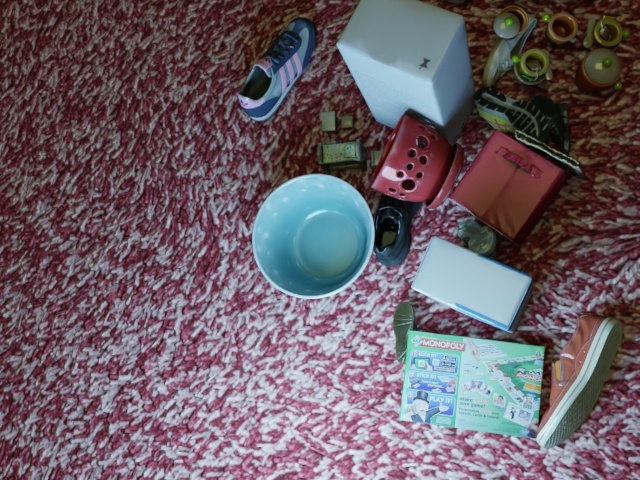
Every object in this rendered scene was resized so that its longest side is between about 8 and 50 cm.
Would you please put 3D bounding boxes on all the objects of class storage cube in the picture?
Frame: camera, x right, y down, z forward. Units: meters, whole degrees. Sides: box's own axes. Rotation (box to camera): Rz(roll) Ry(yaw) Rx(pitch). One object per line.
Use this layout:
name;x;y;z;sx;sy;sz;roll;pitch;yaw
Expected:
storage cube;0.443;-0.118;1.713;0.184;0.215;0.193;36;98;19

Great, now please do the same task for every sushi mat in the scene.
sushi mat;0.524;-0.192;1.646;0.151;0.316;0.019;32;102;19

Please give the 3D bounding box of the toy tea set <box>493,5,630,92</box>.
toy tea set;0.578;-0.469;1.743;0.336;0.124;0.200;8;84;1

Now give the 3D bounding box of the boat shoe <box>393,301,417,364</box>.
boat shoe;0.213;0.228;1.797;0.056;0.049;0.152;0;84;35

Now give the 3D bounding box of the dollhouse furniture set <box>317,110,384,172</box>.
dollhouse furniture set;0.090;-0.273;1.897;0.182;0.101;0.161;-5;79;15

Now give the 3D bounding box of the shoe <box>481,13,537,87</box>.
shoe;0.474;-0.479;1.837;0.058;0.076;0.219;27;86;24

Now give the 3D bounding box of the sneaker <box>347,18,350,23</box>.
sneaker;0.122;-0.528;1.959;0.076;0.065;0.166;-13;78;10

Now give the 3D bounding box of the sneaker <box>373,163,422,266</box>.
sneaker;0.191;-0.081;1.818;0.109;0.130;0.286;5;80;19

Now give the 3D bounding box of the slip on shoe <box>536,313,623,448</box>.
slip on shoe;0.570;0.316;1.652;0.101;0.123;0.331;24;89;46

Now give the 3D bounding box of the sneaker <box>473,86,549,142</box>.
sneaker;0.472;-0.299;1.795;0.208;0.094;0.081;40;78;23

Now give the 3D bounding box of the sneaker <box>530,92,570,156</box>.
sneaker;0.564;-0.282;1.790;0.089;0.051;0.170;-2;75;16

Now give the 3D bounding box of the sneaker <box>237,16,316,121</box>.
sneaker;-0.117;-0.481;1.981;0.112;0.131;0.319;27;88;19

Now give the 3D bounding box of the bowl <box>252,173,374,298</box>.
bowl;0.000;0.000;1.841;0.311;0.163;0.311;-3;80;16

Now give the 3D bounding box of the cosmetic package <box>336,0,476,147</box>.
cosmetic package;0.217;-0.382;1.695;0.230;0.453;0.161;27;87;18

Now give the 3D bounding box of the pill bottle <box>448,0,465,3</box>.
pill bottle;0.376;-0.720;1.895;0.108;0.108;0.180;32;90;19

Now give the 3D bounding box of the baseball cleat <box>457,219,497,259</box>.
baseball cleat;0.386;0.011;1.709;0.072;0.206;0.109;-40;106;10

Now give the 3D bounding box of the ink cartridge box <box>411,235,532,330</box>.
ink cartridge box;0.351;0.107;1.642;0.223;0.307;0.129;23;89;19

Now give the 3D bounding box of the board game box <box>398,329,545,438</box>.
board game box;0.354;0.334;1.709;0.317;0.046;0.213;6;83;9

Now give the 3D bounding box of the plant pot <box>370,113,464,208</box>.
plant pot;0.232;-0.179;1.719;0.174;0.191;0.191;23;87;-5
